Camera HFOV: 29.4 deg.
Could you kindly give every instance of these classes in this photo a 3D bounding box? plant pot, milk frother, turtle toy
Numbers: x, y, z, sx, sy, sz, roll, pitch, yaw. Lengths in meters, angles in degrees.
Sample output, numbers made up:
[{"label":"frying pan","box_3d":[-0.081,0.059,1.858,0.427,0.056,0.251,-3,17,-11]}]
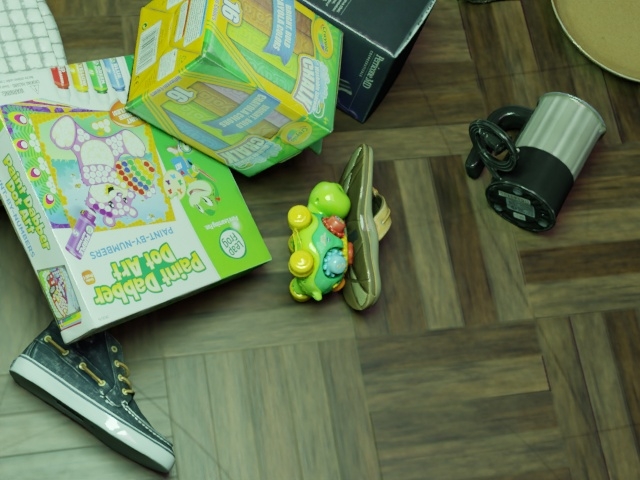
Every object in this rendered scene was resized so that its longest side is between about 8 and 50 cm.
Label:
[{"label":"plant pot","box_3d":[0.385,-0.287,1.482,0.236,0.032,0.236,4,67,-9]},{"label":"milk frother","box_3d":[0.230,-0.108,1.315,0.129,0.143,0.135,28,67,9]},{"label":"turtle toy","box_3d":[0.000,0.000,1.246,0.066,0.095,0.130,-1,68,-1]}]

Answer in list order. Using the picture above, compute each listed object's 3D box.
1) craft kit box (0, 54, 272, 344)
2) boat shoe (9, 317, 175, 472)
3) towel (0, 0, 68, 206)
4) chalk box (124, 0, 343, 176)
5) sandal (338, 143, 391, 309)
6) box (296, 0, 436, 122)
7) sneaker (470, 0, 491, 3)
[{"label":"craft kit box","box_3d":[-0.190,-0.052,1.168,0.250,0.061,0.247,-22,88,-50]},{"label":"boat shoe","box_3d":[-0.200,0.141,1.166,0.183,0.065,0.083,34,67,4]},{"label":"towel","box_3d":[-0.373,-0.152,1.224,0.235,0.121,0.284,-17,77,-26]},{"label":"chalk box","box_3d":[-0.065,-0.160,1.214,0.213,0.132,0.132,27,54,-35]},{"label":"sandal","box_3d":[0.050,-0.012,1.283,0.049,0.072,0.180,6,67,-26]},{"label":"box","box_3d":[0.004,-0.249,1.321,0.207,0.153,0.108,32,65,3]},{"label":"sneaker","box_3d":[0.126,-0.340,1.422,0.222,0.083,0.118,-6,70,-15]}]
